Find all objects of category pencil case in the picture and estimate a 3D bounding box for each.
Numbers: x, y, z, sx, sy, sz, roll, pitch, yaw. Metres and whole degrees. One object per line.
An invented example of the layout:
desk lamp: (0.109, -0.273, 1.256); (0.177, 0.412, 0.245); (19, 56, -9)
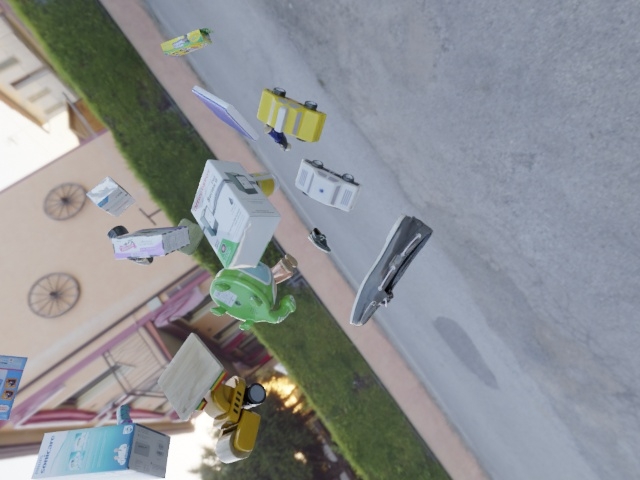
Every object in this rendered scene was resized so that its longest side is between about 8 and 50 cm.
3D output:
pencil case: (-0.961, 0.871, 1.999); (0.151, 0.070, 0.065); (21, 123, 58)

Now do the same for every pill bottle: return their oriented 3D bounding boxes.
pill bottle: (-0.238, -0.214, 1.583); (0.103, 0.103, 0.184); (51, -149, 8)

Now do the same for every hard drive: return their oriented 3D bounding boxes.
hard drive: (-0.421, -0.564, 1.802); (0.318, 0.040, 0.210); (38, 177, 38)

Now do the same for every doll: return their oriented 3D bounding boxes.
doll: (-0.180, -0.451, 1.776); (0.189, 0.046, 0.129); (36, -139, -56)

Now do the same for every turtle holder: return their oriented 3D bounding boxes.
turtle holder: (-0.266, 0.199, 1.626); (0.320, 0.227, 0.243); (8, 130, 16)

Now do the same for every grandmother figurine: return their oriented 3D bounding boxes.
grandmother figurine: (-0.264, 0.195, 1.860); (0.104, 0.342, 0.208); (55, -156, 4)

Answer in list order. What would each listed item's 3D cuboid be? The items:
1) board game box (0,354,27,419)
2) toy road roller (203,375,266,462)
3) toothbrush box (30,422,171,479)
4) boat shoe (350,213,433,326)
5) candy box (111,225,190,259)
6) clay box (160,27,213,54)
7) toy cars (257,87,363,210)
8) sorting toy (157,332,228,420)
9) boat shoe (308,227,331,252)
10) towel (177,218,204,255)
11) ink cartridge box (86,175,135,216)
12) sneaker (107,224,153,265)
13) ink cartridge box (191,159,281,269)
board game box: (-1.148, 0.508, 1.419); (0.160, 0.212, 0.039); (18, 157, -32)
toy road roller: (-0.400, 0.751, 1.750); (0.240, 0.330, 0.202); (30, 133, -24)
toothbrush box: (-0.641, 0.647, 1.219); (0.216, 0.295, 0.126); (70, -169, -52)
boat shoe: (0.185, 0.092, 1.075); (0.095, 0.335, 0.112); (28, -176, 23)
candy box: (-0.547, 0.004, 1.332); (0.196, 0.164, 0.070); (-63, -31, -78)
clay box: (-0.588, -0.892, 1.836); (0.127, 0.222, 0.053); (-76, -30, -70)
toy cars: (-0.038, -0.231, 1.077); (0.176, 0.087, 0.394); (-21, 106, 31)
sorting toy: (-0.532, 0.574, 1.724); (0.255, 0.257, 0.089); (31, 175, 40)
boat shoe: (0.000, 0.000, 2.388); (0.084, 0.079, 0.233); (25, -166, -35)
towel: (-0.514, -0.014, 1.567); (0.110, 0.148, 0.027); (25, 140, -7)
ink cartridge box: (-0.794, -0.163, 1.554); (0.060, 0.104, 0.180); (44, 168, 5)
sneaker: (-0.869, 0.053, 1.892); (0.130, 0.109, 0.286); (42, 169, 30)
ink cartridge box: (-0.272, -0.084, 1.260); (0.289, 0.121, 0.211); (50, 125, 32)
